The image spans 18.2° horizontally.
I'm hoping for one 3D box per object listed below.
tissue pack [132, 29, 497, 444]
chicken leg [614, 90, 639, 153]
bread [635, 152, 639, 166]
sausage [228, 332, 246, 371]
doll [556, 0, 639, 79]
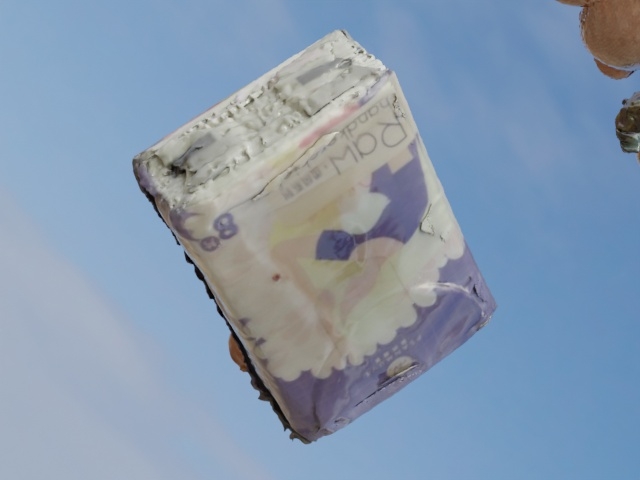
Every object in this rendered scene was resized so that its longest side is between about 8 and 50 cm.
[{"bbox_3d":[0.000,0.000,1.859,0.125,0.242,0.343,47,-12,50],"label":"tissue pack"},{"bbox_3d":[0.264,-0.122,1.062,0.106,0.253,0.051,51,22,19],"label":"chicken leg"},{"bbox_3d":[0.330,-0.129,1.774,0.077,0.114,0.189,31,-38,2],"label":"bread"},{"bbox_3d":[-0.021,0.099,2.293,0.089,0.179,0.089,-16,90,-88],"label":"sausage"},{"bbox_3d":[0.336,-0.341,2.307,0.303,0.156,0.201,57,-34,-7],"label":"doll"}]
